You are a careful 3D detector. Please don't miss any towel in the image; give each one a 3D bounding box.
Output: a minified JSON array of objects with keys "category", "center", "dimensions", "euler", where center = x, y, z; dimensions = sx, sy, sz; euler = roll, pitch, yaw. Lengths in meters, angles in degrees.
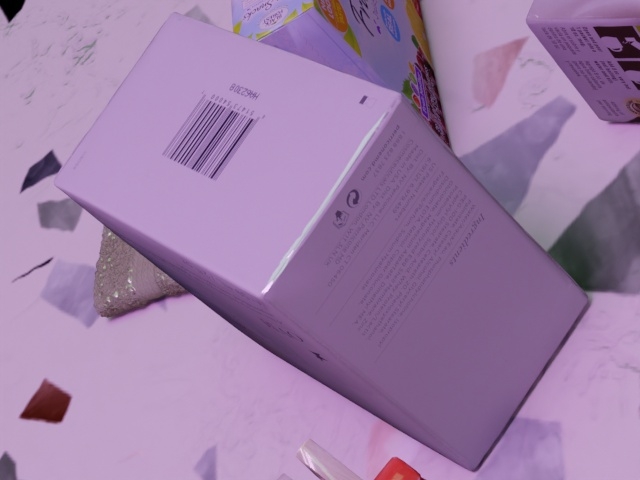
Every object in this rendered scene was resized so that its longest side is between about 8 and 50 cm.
[{"category":"towel","center":[-0.126,-0.014,1.262],"dimensions":[0.110,0.027,0.148],"euler":[-19,48,29]}]

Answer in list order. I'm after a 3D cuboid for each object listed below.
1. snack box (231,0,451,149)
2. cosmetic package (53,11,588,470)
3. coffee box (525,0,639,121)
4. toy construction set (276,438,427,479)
[{"category":"snack box","center":[0.008,-0.165,1.156],"dimensions":[0.070,0.174,0.207],"euler":[-29,43,21]},{"category":"cosmetic package","center":[0.000,0.000,0.995],"dimensions":[0.224,0.224,0.138],"euler":[26,79,48]},{"category":"coffee box","center":[0.293,-0.163,0.958],"dimensions":[0.297,0.119,0.168],"euler":[6,63,43]},{"category":"toy construction set","center":[-0.004,0.270,0.788],"dimensions":[0.215,0.151,0.328],"euler":[31,92,47]}]
